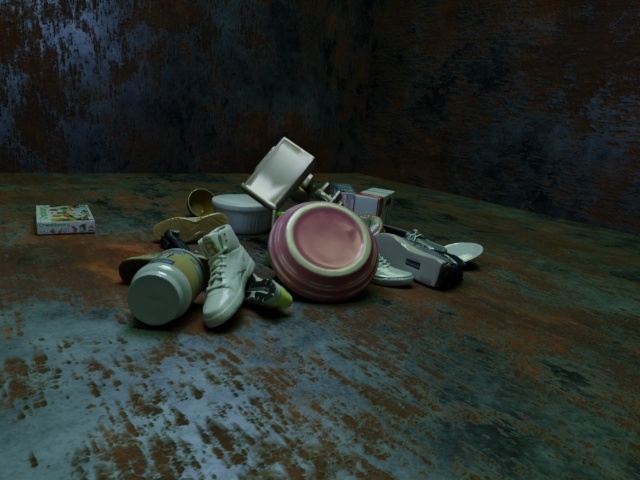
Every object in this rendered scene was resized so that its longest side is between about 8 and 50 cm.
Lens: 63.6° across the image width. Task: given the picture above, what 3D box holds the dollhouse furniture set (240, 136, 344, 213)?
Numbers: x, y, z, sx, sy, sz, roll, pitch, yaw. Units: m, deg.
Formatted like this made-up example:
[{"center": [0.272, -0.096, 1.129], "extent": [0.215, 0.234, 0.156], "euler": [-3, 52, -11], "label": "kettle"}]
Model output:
[{"center": [-0.133, -0.196, 2.103], "extent": [0.362, 0.257, 0.394], "euler": [36, -10, 15], "label": "dollhouse furniture set"}]

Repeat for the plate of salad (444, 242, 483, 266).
[{"center": [0.509, 0.056, 1.932], "extent": [0.199, 0.048, 0.200], "euler": [-14, 17, 4], "label": "plate of salad"}]

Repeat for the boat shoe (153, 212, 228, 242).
[{"center": [-0.486, -0.037, 1.938], "extent": [0.276, 0.098, 0.096], "euler": [-9, -8, -21], "label": "boat shoe"}]

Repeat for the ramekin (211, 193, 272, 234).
[{"center": [-0.326, -0.111, 2.185], "extent": [0.272, 0.127, 0.273], "euler": [5, 14, -1], "label": "ramekin"}]

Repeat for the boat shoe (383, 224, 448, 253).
[{"center": [0.333, 0.008, 1.948], "extent": [0.319, 0.099, 0.116], "euler": [14, 29, 41], "label": "boat shoe"}]

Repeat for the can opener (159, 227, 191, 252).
[{"center": [-0.496, 0.012, 1.793], "extent": [0.059, 0.073, 0.186], "euler": [17, 9, -46], "label": "can opener"}]

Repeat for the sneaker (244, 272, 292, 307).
[{"center": [-0.149, 0.143, 1.364], "extent": [0.094, 0.082, 0.208], "euler": [31, -11, -33], "label": "sneaker"}]

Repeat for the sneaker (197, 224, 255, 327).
[{"center": [-0.259, 0.072, 1.276], "extent": [0.108, 0.169, 0.293], "euler": [-21, 25, 15], "label": "sneaker"}]

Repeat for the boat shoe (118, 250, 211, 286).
[{"center": [-0.417, 0.073, 1.462], "extent": [0.284, 0.105, 0.089], "euler": [4, 17, 0], "label": "boat shoe"}]

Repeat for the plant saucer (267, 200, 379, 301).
[{"center": [0.016, 0.012, 1.487], "extent": [0.331, 0.084, 0.333], "euler": [6, 56, -9], "label": "plant saucer"}]

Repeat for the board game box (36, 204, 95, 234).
[{"center": [-0.995, -0.085, 2.003], "extent": [0.192, 0.053, 0.305], "euler": [-3, 16, -29], "label": "board game box"}]

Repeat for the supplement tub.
[{"center": [-0.368, 0.110, 1.246], "extent": [0.144, 0.145, 0.200], "euler": [5, 14, 1], "label": "supplement tub"}]

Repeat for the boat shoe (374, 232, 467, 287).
[{"center": [0.334, 0.067, 1.753], "extent": [0.158, 0.127, 0.340], "euler": [1, 21, -40], "label": "boat shoe"}]

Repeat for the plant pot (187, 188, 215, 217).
[{"center": [-0.549, -0.156, 2.333], "extent": [0.134, 0.135, 0.095], "euler": [-5, -10, -35], "label": "plant pot"}]

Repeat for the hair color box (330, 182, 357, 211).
[{"center": [0.106, -0.162, 2.441], "extent": [0.105, 0.174, 0.347], "euler": [3, 14, -3], "label": "hair color box"}]

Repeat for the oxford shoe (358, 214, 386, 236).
[{"center": [0.060, -0.004, 1.964], "extent": [0.396, 0.141, 0.147], "euler": [1, -32, 26], "label": "oxford shoe"}]

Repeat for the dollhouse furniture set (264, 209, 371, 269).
[{"center": [0.000, 0.000, 1.579], "extent": [0.301, 0.198, 0.151], "euler": [2, -13, 8], "label": "dollhouse furniture set"}]

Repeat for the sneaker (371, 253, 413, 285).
[{"center": [0.173, 0.082, 1.651], "extent": [0.257, 0.092, 0.094], "euler": [10, 15, 21], "label": "sneaker"}]

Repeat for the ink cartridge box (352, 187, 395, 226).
[{"center": [0.228, -0.113, 2.234], "extent": [0.114, 0.197, 0.273], "euler": [11, 16, 18], "label": "ink cartridge box"}]
